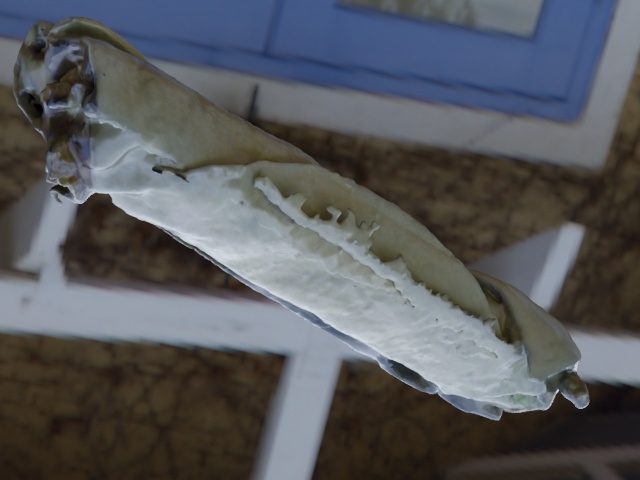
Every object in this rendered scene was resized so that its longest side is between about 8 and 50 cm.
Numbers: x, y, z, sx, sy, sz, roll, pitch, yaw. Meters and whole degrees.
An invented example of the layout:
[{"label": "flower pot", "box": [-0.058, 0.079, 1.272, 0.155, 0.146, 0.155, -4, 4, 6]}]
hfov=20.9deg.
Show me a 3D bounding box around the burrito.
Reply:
[{"label": "burrito", "box": [0.000, 0.000, 0.458, 0.185, 0.045, 0.041, 33, -137, -33]}]
